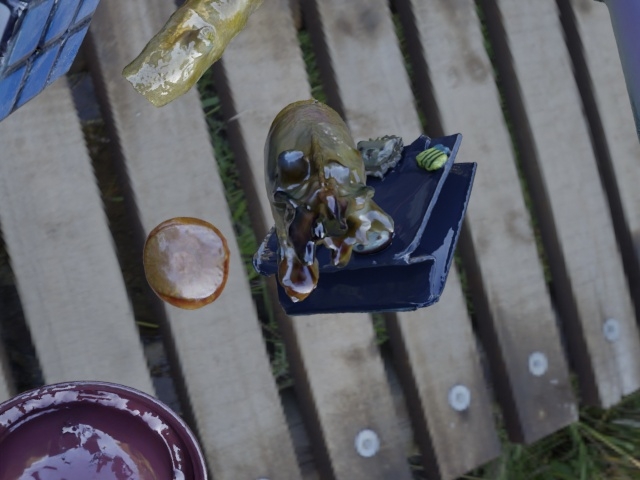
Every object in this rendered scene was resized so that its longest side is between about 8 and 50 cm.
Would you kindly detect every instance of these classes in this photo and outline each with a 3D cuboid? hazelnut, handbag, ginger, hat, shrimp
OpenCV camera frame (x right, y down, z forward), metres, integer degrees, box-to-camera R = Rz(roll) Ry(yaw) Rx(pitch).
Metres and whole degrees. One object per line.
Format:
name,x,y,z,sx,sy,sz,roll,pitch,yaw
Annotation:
hazelnut,-0.215,0.036,1.687,0.150,0.150,0.150,3,83,-26
handbag,0.075,-0.039,1.715,0.122,0.303,0.329,56,42,-36
ginger,-0.101,-0.222,1.026,0.065,0.118,0.299,45,44,-18
hat,-0.175,0.197,0.765,0.205,0.089,0.205,-6,112,-15
shrimp,0.005,-0.007,0.562,0.066,0.262,0.117,-8,109,-1

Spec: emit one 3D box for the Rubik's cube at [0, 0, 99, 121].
Rubik's cube,-0.433,-0.352,1.272,0.303,0.301,0.305,29,28,-5

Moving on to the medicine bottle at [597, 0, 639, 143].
medicine bottle,0.294,-0.117,0.613,0.245,0.245,0.290,-27,80,-26
